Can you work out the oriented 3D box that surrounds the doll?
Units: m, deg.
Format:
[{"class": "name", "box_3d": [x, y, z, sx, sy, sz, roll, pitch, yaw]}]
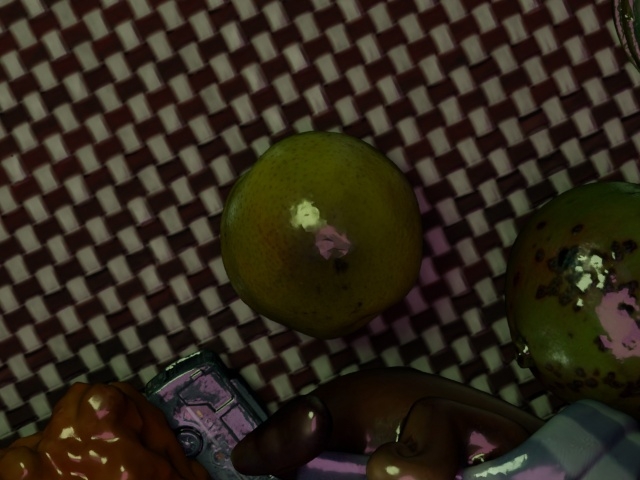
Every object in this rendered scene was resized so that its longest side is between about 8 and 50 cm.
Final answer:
[{"class": "doll", "box_3d": [0.125, 0.197, 1.239, 0.339, 0.318, 0.209, 15, 75, 17]}]

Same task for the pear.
[{"class": "pear", "box_3d": [0.000, 0.000, 1.310, 0.141, 0.104, 0.141, 0, 100, 0]}]

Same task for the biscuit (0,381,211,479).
[{"class": "biscuit", "box_3d": [-0.174, 0.277, 1.342, 0.312, 0.110, 0.318, -33, 103, 15]}]

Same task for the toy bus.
[{"class": "toy bus", "box_3d": [-0.051, 0.150, 1.369, 0.065, 0.047, 0.166, -37, 103, 4]}]

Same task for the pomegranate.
[{"class": "pomegranate", "box_3d": [0.214, 0.033, 1.306, 0.205, 0.159, 0.159, -28, 104, -22]}]

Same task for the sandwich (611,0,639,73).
[{"class": "sandwich", "box_3d": [0.232, -0.142, 1.321, 0.067, 0.029, 0.135, -26, 103, 4]}]
